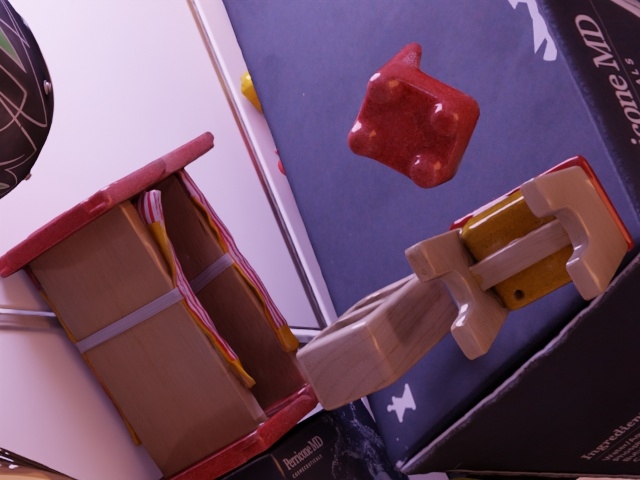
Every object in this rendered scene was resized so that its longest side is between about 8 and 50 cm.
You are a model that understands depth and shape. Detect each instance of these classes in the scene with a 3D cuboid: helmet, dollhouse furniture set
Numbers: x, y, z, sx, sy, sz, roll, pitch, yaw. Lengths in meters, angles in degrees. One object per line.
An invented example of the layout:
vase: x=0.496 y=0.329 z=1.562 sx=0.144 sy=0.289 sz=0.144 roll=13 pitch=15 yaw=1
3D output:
helmet: x=-0.244 y=-0.092 z=1.116 sx=0.169 sy=0.169 sz=0.161 roll=25 pitch=25 yaw=-49
dollhouse furniture set: x=0.000 y=0.000 z=1.210 sx=0.201 sy=0.374 sz=0.152 roll=59 pitch=30 yaw=-3

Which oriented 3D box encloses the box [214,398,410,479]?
box: x=0.003 y=0.208 z=1.306 sx=0.158 sy=0.093 sz=0.156 roll=58 pitch=26 yaw=2

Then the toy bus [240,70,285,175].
toy bus: x=0.000 y=-0.147 z=1.659 sx=0.220 sy=0.149 sz=0.211 roll=45 pitch=44 yaw=-21

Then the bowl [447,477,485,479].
bowl: x=0.161 y=0.304 z=1.281 sx=0.289 sy=0.156 sz=0.289 roll=-2 pitch=90 yaw=-66

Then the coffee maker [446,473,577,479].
coffee maker: x=0.110 y=0.134 z=1.529 sx=0.120 sy=0.171 sz=0.178 roll=87 pitch=-22 yaw=-43

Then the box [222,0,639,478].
box: x=0.234 y=-0.086 z=1.455 sx=0.471 sy=0.297 sz=0.480 roll=5 pitch=51 yaw=-37

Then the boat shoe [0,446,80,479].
boat shoe: x=-0.210 y=0.153 z=0.997 sx=0.302 sy=0.109 sz=0.098 roll=21 pitch=84 yaw=-52
